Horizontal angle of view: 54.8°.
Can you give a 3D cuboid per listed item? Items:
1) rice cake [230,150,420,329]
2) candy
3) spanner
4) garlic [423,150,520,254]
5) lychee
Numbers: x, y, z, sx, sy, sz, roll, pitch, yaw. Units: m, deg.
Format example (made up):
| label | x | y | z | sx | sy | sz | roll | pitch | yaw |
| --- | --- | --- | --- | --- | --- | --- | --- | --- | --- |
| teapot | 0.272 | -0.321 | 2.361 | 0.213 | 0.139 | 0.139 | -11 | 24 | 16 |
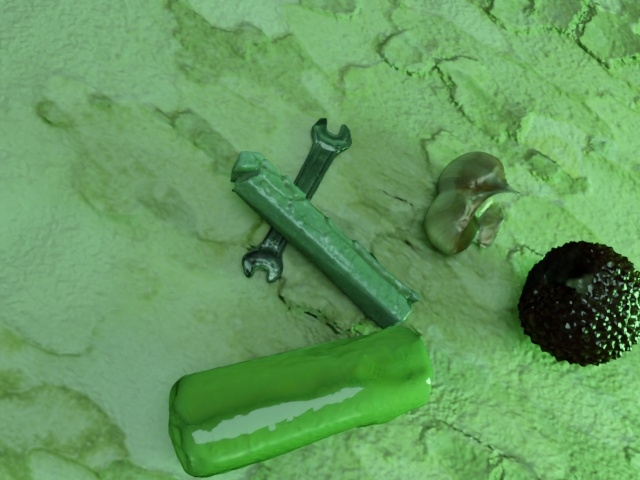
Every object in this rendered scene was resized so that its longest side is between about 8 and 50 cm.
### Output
| label | x | y | z | sx | sy | sz | roll | pitch | yaw |
| --- | --- | --- | --- | --- | --- | --- | --- | --- | --- |
| rice cake | 0.000 | 0.000 | 0.894 | 0.336 | 0.066 | 0.063 | 42 | 58 | -4 |
| candy | -0.024 | 0.201 | 0.800 | 0.343 | 0.142 | 0.132 | -13 | 63 | -17 |
| spanner | -0.031 | -0.067 | 0.948 | 0.071 | 0.017 | 0.302 | 28 | 68 | -7 |
| garlic | 0.230 | -0.056 | 0.963 | 0.124 | 0.099 | 0.174 | 30 | 69 | 14 |
| lychee | 0.391 | 0.095 | 0.910 | 0.188 | 0.188 | 0.188 | 4 | 72 | -11 |
